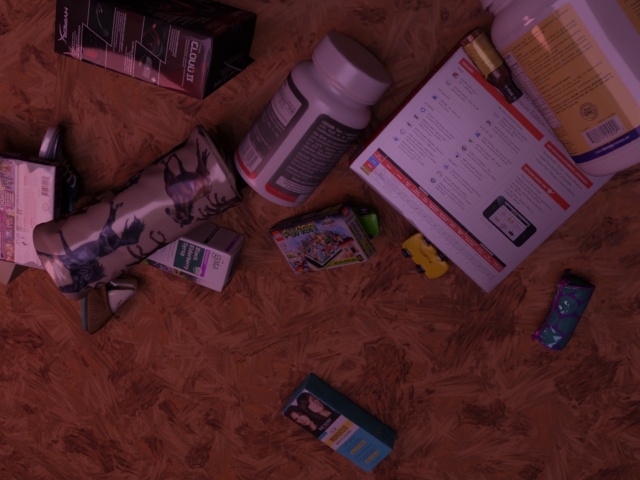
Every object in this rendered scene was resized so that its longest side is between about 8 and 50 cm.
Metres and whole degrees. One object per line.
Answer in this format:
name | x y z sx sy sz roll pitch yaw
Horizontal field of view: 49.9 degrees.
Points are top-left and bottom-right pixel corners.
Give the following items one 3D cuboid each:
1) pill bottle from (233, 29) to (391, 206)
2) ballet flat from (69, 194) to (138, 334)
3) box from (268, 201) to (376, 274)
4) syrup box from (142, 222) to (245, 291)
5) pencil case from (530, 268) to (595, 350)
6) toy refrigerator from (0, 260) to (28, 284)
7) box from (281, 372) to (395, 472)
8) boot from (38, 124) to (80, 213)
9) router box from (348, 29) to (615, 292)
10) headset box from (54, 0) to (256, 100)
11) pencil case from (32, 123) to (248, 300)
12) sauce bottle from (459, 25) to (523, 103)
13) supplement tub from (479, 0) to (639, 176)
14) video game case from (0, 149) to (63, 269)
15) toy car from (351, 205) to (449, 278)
pill bottle | -0.014 -0.208 1.197 0.161 0.161 0.283 38 119 -6
ballet flat | -0.462 0.060 1.490 0.124 0.116 0.342 0 116 -9
box | 0.000 0.000 1.323 0.207 0.036 0.114 -14 114 48
syrup box | -0.285 0.008 1.414 0.237 0.096 0.093 21 119 5
pencil case | 0.459 0.135 1.303 0.070 0.064 0.151 9 119 -8
toy refrigerator | -0.768 -0.022 1.519 0.269 0.102 0.094 34 119 -5
box | 0.043 0.412 1.552 0.244 0.060 0.100 35 119 -5
boot | -0.537 -0.144 1.427 0.086 0.069 0.190 17 122 -10
router box | 0.270 -0.128 1.169 0.335 0.082 0.301 42 104 -8
headset box | -0.256 -0.346 1.158 0.293 0.218 0.110 18 120 4
pencil case | -0.339 -0.050 1.280 0.410 0.183 0.160 -31 116 4
sauce bottle | 0.266 -0.269 1.065 0.042 0.042 0.128 -34 99 26
supplement tub | 0.400 -0.286 0.992 0.241 0.241 0.331 -34 93 26
video game case | -0.633 -0.066 1.400 0.210 0.042 0.232 11 111 4
toy car | 0.129 -0.041 1.307 0.225 0.053 0.239 -2 115 16
